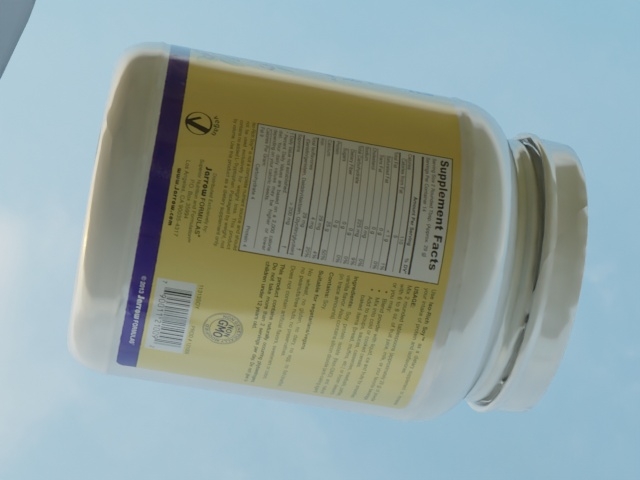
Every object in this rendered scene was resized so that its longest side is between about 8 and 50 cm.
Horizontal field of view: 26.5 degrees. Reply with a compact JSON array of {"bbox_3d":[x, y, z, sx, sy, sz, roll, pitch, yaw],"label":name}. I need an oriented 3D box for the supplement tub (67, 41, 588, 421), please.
[{"bbox_3d":[0.000,0.000,0.978,0.331,0.241,0.241,10,-125,-9],"label":"supplement tub"}]

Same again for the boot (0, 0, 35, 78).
[{"bbox_3d":[-0.208,-0.039,0.468,0.123,0.095,0.258,27,-116,5],"label":"boot"}]
